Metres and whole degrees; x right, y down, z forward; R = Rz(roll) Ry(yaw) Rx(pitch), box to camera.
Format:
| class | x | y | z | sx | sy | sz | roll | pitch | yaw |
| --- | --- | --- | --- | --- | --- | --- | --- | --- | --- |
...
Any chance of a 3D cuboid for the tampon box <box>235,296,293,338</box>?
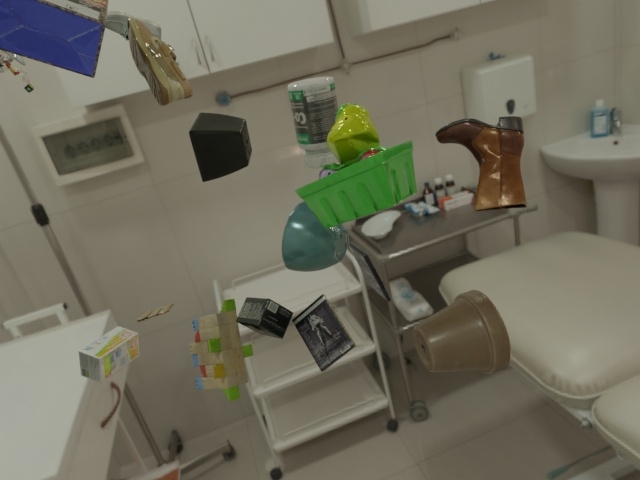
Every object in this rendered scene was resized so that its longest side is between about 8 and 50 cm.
| class | x | y | z | sx | sy | sz | roll | pitch | yaw |
| --- | --- | --- | --- | --- | --- | --- | --- | --- | --- |
| tampon box | -0.201 | 0.275 | 1.677 | 0.161 | 0.120 | 0.102 | -4 | 56 | 52 |

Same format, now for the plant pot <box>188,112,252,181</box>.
| class | x | y | z | sx | sy | sz | roll | pitch | yaw |
| --- | --- | --- | --- | --- | --- | --- | --- | --- | --- |
| plant pot | -0.336 | -0.335 | 1.635 | 0.166 | 0.188 | 0.188 | -5 | 36 | 2 |

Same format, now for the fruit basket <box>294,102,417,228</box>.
| class | x | y | z | sx | sy | sz | roll | pitch | yaw |
| --- | --- | --- | --- | --- | --- | --- | --- | --- | --- |
| fruit basket | 0.104 | -0.265 | 1.517 | 0.391 | 0.392 | 0.283 | 4 | 22 | 38 |

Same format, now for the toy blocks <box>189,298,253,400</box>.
| class | x | y | z | sx | sy | sz | roll | pitch | yaw |
| --- | --- | --- | --- | --- | --- | --- | --- | --- | --- |
| toy blocks | -0.433 | 0.451 | 1.913 | 0.190 | 0.382 | 0.260 | -3 | -11 | -45 |

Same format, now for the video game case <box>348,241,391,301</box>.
| class | x | y | z | sx | sy | sz | roll | pitch | yaw |
| --- | --- | --- | --- | --- | --- | --- | --- | --- | --- |
| video game case | 0.231 | 0.147 | 2.209 | 0.026 | 0.274 | 0.196 | -34 | 24 | -7 |

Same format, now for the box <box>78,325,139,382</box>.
| class | x | y | z | sx | sy | sz | roll | pitch | yaw |
| --- | --- | --- | --- | --- | --- | --- | --- | --- | --- |
| box | -0.808 | 0.434 | 1.800 | 0.103 | 0.114 | 0.203 | 13 | 21 | 18 |

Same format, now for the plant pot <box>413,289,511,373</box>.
| class | x | y | z | sx | sy | sz | roll | pitch | yaw |
| --- | --- | --- | --- | --- | --- | --- | --- | --- | --- |
| plant pot | 0.426 | 0.313 | 1.474 | 0.229 | 0.263 | 0.263 | -16 | 22 | -8 |

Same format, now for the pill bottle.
| class | x | y | z | sx | sy | sz | roll | pitch | yaw |
| --- | --- | --- | --- | --- | --- | --- | --- | --- | --- |
| pill bottle | -0.013 | -0.514 | 2.045 | 0.204 | 0.361 | 0.204 | -9 | 24 | 4 |

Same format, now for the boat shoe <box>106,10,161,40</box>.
| class | x | y | z | sx | sy | sz | roll | pitch | yaw |
| --- | --- | --- | --- | --- | --- | --- | --- | --- | --- |
| boat shoe | -0.715 | -0.799 | 1.772 | 0.227 | 0.081 | 0.079 | -2 | -18 | -34 |

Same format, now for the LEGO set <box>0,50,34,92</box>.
| class | x | y | z | sx | sy | sz | roll | pitch | yaw |
| --- | --- | --- | --- | --- | --- | --- | --- | --- | --- |
| LEGO set | -1.093 | -0.646 | 1.657 | 0.060 | 0.244 | 0.182 | -32 | -16 | 4 |

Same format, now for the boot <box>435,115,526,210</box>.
| class | x | y | z | sx | sy | sz | roll | pitch | yaw |
| --- | --- | --- | --- | --- | --- | --- | --- | --- | --- |
| boot | 0.484 | -0.224 | 1.428 | 0.263 | 0.281 | 0.096 | 1 | -8 | 14 |

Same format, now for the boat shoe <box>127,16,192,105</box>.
| class | x | y | z | sx | sy | sz | roll | pitch | yaw |
| --- | --- | --- | --- | --- | --- | --- | --- | --- | --- |
| boat shoe | -0.513 | -0.568 | 1.479 | 0.110 | 0.341 | 0.122 | -21 | -17 | -28 |

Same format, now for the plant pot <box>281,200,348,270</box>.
| class | x | y | z | sx | sy | sz | roll | pitch | yaw |
| --- | --- | --- | --- | --- | --- | --- | --- | --- | --- |
| plant pot | 0.000 | 0.000 | 1.887 | 0.195 | 0.290 | 0.290 | 13 | 32 | 23 |

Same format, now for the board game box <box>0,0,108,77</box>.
| class | x | y | z | sx | sy | sz | roll | pitch | yaw |
| --- | --- | --- | --- | --- | --- | --- | --- | --- | --- |
| board game box | -0.669 | -0.561 | 1.169 | 0.232 | 0.141 | 0.291 | 11 | 34 | -29 |

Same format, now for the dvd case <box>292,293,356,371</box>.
| class | x | y | z | sx | sy | sz | roll | pitch | yaw |
| --- | --- | --- | --- | --- | --- | --- | --- | --- | --- |
| dvd case | 0.009 | 0.329 | 1.671 | 0.164 | 0.221 | 0.018 | -42 | -25 | 19 |

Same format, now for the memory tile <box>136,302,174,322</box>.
| class | x | y | z | sx | sy | sz | roll | pitch | yaw |
| --- | --- | --- | --- | --- | --- | --- | --- | --- | --- |
| memory tile | -0.573 | 0.250 | 1.626 | 0.113 | 0.012 | 0.148 | -19 | 6 | -8 |
